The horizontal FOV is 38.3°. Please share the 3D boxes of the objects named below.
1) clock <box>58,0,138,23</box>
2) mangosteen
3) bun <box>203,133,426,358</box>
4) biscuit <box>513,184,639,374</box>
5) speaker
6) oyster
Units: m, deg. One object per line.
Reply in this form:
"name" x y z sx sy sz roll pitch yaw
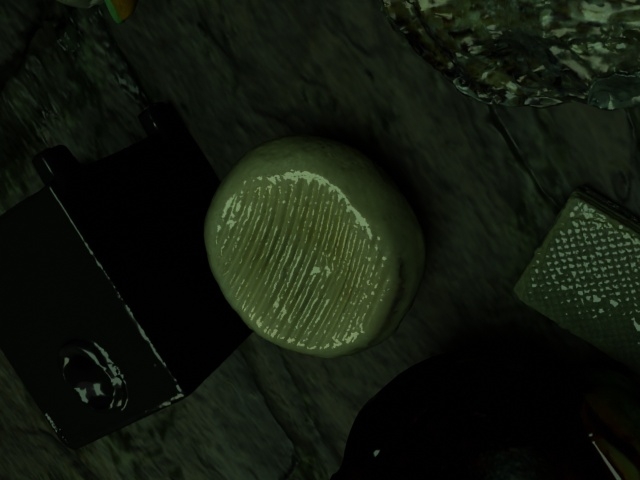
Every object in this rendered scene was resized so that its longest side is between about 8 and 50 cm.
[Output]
"clock" -0.232 -0.314 0.864 0.144 0.103 0.231 -18 100 32
"mangosteen" 0.158 0.233 0.808 0.311 0.311 0.311 10 115 22
"bun" 0.000 0.000 0.876 0.222 0.127 0.222 6 119 12
"biscuit" 0.280 0.052 0.807 0.199 0.040 0.121 32 123 10
"speaker" -0.202 0.030 0.919 0.184 0.232 0.254 -28 98 31
"oyster" 0.206 -0.184 0.696 0.351 0.158 0.162 10 158 14
